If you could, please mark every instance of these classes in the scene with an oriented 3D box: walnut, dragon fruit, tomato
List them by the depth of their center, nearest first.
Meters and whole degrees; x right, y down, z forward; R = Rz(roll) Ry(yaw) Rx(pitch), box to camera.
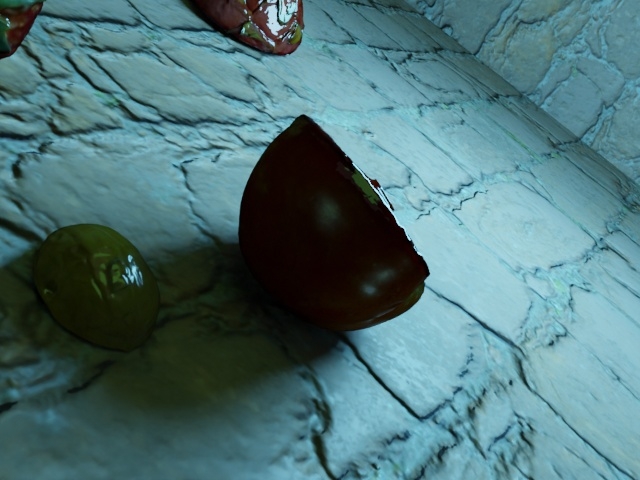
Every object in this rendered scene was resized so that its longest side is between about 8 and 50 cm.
[{"bbox_3d":[-0.164,0.024,0.534,0.121,0.052,0.091,49,28,21],"label":"walnut"},{"bbox_3d":[0.000,0.000,0.661,0.200,0.139,0.233,54,-1,19],"label":"tomato"},{"bbox_3d":[-0.103,-0.440,1.206,0.218,0.148,0.223,47,30,23],"label":"dragon fruit"}]

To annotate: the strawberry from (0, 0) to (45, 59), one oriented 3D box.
[{"bbox_3d":[-0.372,-0.214,0.518,0.288,0.250,0.239,20,59,17],"label":"strawberry"}]
